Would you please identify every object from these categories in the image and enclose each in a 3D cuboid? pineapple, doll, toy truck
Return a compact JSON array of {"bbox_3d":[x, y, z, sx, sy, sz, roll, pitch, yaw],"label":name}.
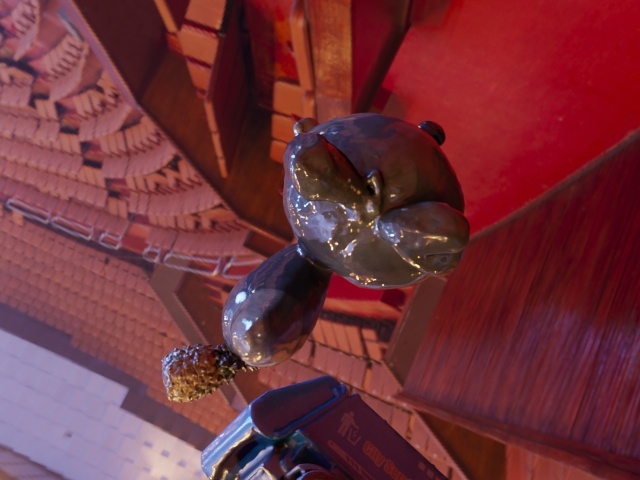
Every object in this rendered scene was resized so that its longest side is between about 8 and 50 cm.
[{"bbox_3d":[-0.193,0.237,1.133,0.198,0.108,0.108,-12,169,-5],"label":"pineapple"},{"bbox_3d":[0.030,0.019,0.746,0.252,0.378,0.382,21,-177,0],"label":"doll"},{"bbox_3d":[0.050,0.298,0.588,0.367,0.175,0.146,44,126,3],"label":"toy truck"}]
